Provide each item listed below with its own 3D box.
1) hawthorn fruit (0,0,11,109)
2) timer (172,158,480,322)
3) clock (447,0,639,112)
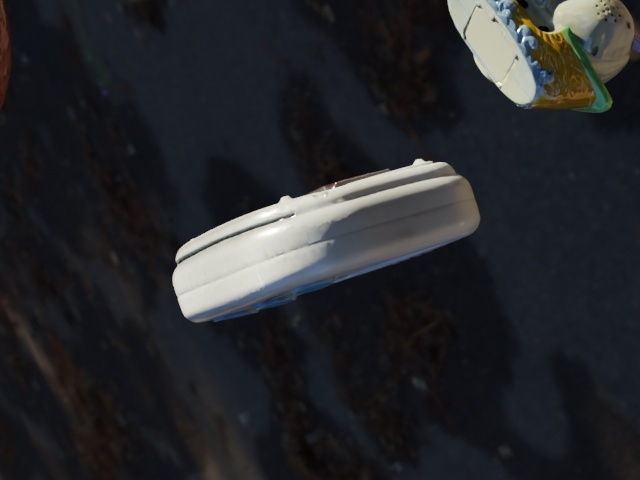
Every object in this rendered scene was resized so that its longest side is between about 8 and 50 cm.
[{"bbox_3d":[-0.300,-0.116,1.066,0.179,0.179,0.200,28,123,54],"label":"hawthorn fruit"},{"bbox_3d":[0.000,0.001,1.412,0.262,0.237,0.087,-22,87,54],"label":"timer"},{"bbox_3d":[0.209,-0.215,1.464,0.231,0.144,0.103,57,155,15],"label":"clock"}]
